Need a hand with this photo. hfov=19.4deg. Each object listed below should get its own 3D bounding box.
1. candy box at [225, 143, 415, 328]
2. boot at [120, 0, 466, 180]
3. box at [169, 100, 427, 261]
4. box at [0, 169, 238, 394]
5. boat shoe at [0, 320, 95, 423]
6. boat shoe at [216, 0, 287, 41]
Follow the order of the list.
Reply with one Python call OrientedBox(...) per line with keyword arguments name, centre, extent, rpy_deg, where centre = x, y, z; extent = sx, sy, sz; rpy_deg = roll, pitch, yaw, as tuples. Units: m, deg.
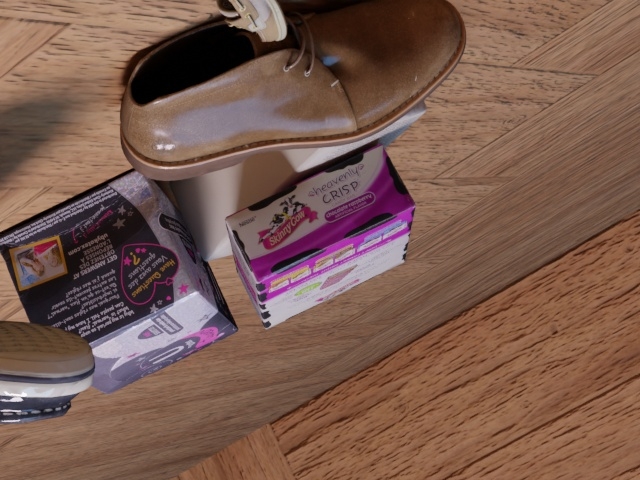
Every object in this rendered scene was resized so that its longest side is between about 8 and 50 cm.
OrientedBox(name="candy box", centre=(0.000, 0.000, 1.748), extent=(0.159, 0.071, 0.233), rpy_deg=(-26, 168, -6))
OrientedBox(name="boot", centre=(-0.017, -0.141, 1.523), extent=(0.305, 0.112, 0.115), rpy_deg=(-21, 156, -12))
OrientedBox(name="box", centre=(-0.026, -0.086, 1.734), extent=(0.113, 0.094, 0.275), rpy_deg=(-17, 165, -38))
OrientedBox(name="box", centre=(-0.192, 0.047, 1.842), extent=(0.163, 0.142, 0.247), rpy_deg=(-25, 168, 1))
OrientedBox(name="boat shoe", centre=(-0.391, 0.159, 1.557), extent=(0.500, 0.156, 0.187), rpy_deg=(-11, 179, 28))
OrientedBox(name="boat shoe", centre=(-0.056, -0.182, 1.389), extent=(0.045, 0.050, 0.135), rpy_deg=(-22, 158, 0))
